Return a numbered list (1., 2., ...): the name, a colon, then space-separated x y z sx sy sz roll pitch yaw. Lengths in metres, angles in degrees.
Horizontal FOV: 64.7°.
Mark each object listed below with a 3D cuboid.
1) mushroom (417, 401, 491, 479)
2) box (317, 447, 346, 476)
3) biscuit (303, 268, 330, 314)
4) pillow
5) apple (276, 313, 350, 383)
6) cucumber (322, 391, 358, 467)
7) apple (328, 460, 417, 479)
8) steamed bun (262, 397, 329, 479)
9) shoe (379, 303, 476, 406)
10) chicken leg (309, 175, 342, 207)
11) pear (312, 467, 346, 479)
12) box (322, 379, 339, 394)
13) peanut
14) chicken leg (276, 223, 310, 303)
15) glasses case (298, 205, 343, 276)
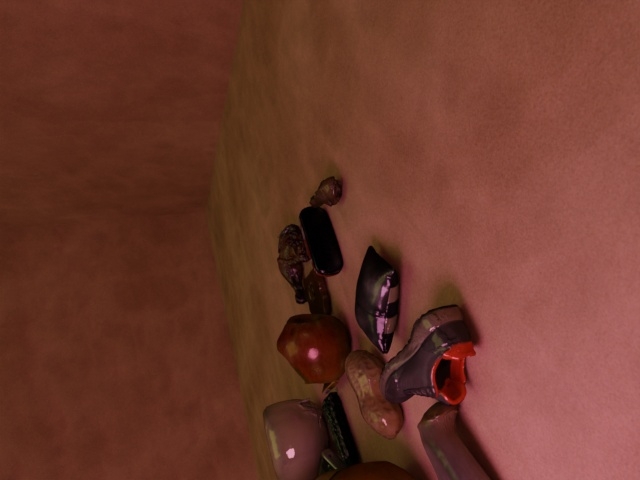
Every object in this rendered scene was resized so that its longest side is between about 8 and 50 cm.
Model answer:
1. mushroom: 0.292 0.515 1.081 0.159 0.122 0.328 -35 53 23
2. box: 0.066 0.895 1.794 0.211 0.045 0.270 35 131 35
3. biscuit: -0.007 0.220 1.879 0.182 0.034 0.215 126 131 -61
4. pillow: 0.151 0.157 1.371 0.186 0.106 0.249 -132 43 -67
5. apple: -0.022 0.363 1.675 0.246 0.247 0.226 -178 80 -68
6. cucumber: 0.071 0.667 1.762 0.077 0.077 0.265 111 146 -49
7. apple: 0.124 0.756 1.273 0.384 0.375 0.374 -55 44 39
8. steamed bun: -0.081 0.782 1.960 0.333 0.233 0.311 86 167 -64
9. shoe: 0.255 0.306 1.137 0.171 0.133 0.336 61 144 39
10. chicken leg: 0.012 -0.144 1.659 0.085 0.069 0.198 40 154 -11
11. pear: 0.060 0.862 1.547 0.304 0.304 0.303 174 90 -68
12. box: 0.043 0.485 1.795 0.156 0.022 0.089 117 170 -52
13. peanut: 0.157 0.429 1.442 0.125 0.111 0.274 -55 47 37
14. chicken leg: -0.100 0.091 2.030 0.177 0.083 0.322 30 122 46
15. glasses case: 0.000 0.000 1.708 0.067 0.103 0.266 116 143 -55
